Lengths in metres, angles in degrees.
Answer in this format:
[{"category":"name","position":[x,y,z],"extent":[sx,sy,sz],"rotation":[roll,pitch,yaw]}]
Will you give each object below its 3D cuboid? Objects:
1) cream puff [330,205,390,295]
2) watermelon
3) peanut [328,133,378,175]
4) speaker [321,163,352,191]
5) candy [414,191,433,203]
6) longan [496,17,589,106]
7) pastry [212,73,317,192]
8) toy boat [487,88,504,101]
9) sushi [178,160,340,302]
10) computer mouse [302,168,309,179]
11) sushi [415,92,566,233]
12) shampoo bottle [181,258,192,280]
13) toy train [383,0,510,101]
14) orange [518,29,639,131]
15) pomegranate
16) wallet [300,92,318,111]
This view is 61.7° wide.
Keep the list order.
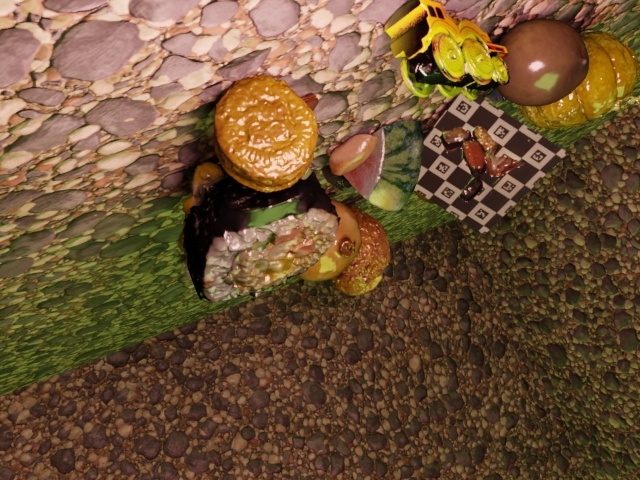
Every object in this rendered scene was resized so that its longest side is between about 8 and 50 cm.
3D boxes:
[{"category":"cream puff","position":[0.101,0.038,2.066],"extent":[0.326,0.343,0.231],"rotation":[-3,170,28]},{"category":"watermelon","position":[0.174,-0.229,1.532],"extent":[0.212,0.201,0.262],"rotation":[-8,117,-55]},{"category":"peanut","position":[0.086,-0.230,1.412],"extent":[0.152,0.076,0.076],"rotation":[-35,167,19]},{"category":"speaker","position":[0.052,-0.189,1.619],"extent":[0.040,0.046,0.191],"rotation":[-27,169,13]},{"category":"candy","position":[0.413,-0.239,1.771],"extent":[0.259,0.118,0.260],"rotation":[-34,-158,16]},{"category":"longan","position":[0.484,-0.395,1.195],"extent":[0.220,0.197,0.196],"rotation":[-18,167,-29]},{"category":"pastry","position":[-0.097,-0.182,0.931],"extent":[0.188,0.189,0.103],"rotation":[-22,174,-19]},{"category":"toy boat","position":[0.528,-0.432,1.501],"extent":[0.141,0.060,0.055],"rotation":[-27,172,-29]},{"category":"sushi","position":[-0.155,-0.065,1.164],"extent":[0.327,0.285,0.329],"rotation":[-20,153,-16]},{"category":"computer mouse","position":[-0.069,-0.169,1.467],"extent":[0.110,0.032,0.055],"rotation":[-30,169,26]},{"category":"sushi","position":[0.456,-0.232,1.573],"extent":[0.359,0.343,0.064],"rotation":[-55,-174,41]},{"category":"shampoo bottle","position":[-0.389,0.095,1.868],"extent":[0.092,0.092,0.303],"rotation":[-28,169,17]},{"category":"toy train","position":[0.248,-0.347,0.994],"extent":[0.296,0.161,0.100],"rotation":[-11,172,-45]},{"category":"orange","position":[0.654,-0.419,1.380],"extent":[0.299,0.223,0.301],"rotation":[-16,-164,24]},{"category":"pomegranate","position":[-0.004,-0.005,1.809],"extent":[0.307,0.308,0.307],"rotation":[-24,170,-5]},{"category":"wallet","position":[-0.070,-0.243,1.121],"extent":[0.095,0.026,0.176],"rotation":[-22,170,-30]}]
